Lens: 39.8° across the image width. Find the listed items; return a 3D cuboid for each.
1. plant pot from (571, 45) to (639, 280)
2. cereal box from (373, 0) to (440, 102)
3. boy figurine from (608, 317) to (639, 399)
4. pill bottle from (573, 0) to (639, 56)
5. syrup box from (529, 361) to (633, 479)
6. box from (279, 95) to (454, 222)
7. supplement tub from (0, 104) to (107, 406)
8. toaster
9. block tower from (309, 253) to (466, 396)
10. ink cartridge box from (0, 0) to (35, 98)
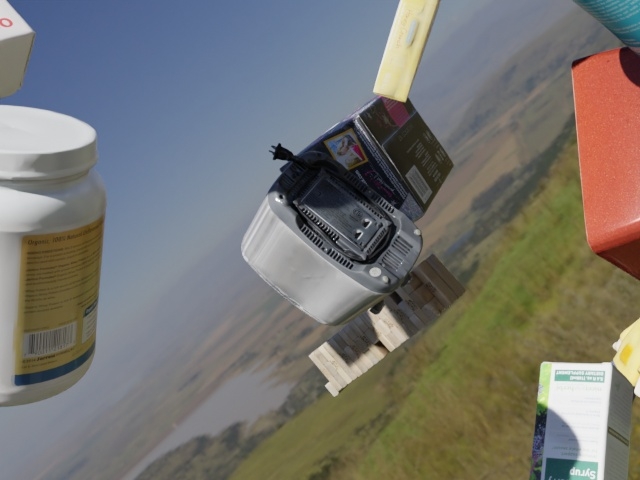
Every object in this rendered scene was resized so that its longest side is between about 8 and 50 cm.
[{"bbox_3d":[0.480,-0.099,1.054,0.236,0.267,0.267,-22,55,41],"label":"plant pot"},{"bbox_3d":[0.123,-0.289,1.114,0.240,0.047,0.173,-66,-7,-64],"label":"cereal box"},{"bbox_3d":[0.466,0.166,1.283,0.285,0.092,0.177,-59,0,23],"label":"boy figurine"},{"bbox_3d":[0.319,-0.295,0.907,0.146,0.264,0.146,-46,27,31],"label":"pill bottle"},{"bbox_3d":[0.326,0.279,1.109,0.093,0.096,0.236,-5,63,36],"label":"syrup box"},{"bbox_3d":[0.074,-0.101,1.256,0.142,0.163,0.247,-32,8,26],"label":"box"},{"bbox_3d":[-0.240,0.009,0.677,0.144,0.144,0.199,-45,-32,-65],"label":"supplement tub"},{"bbox_3d":[0.000,0.000,1.073,0.129,0.227,0.146,-53,1,-40],"label":"toaster"},{"bbox_3d":[0.109,0.158,1.600,0.091,0.097,0.335,-32,-11,-49],"label":"block tower"},{"bbox_3d":[-0.535,-0.297,1.138,0.198,0.273,0.114,-33,-14,-44],"label":"ink cartridge box"}]
